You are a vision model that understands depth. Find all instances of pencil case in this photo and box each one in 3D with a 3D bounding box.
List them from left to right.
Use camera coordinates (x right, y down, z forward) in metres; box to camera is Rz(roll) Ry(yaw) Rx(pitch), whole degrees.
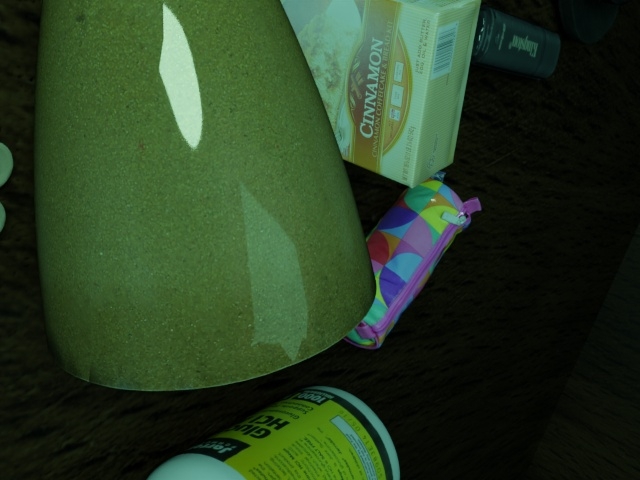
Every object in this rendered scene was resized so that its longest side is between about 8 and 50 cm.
[{"bbox_3d":[0.097,0.023,0.985,0.236,0.104,0.104,-51,148,-19],"label":"pencil case"}]

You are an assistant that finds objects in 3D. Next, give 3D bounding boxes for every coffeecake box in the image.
[{"bbox_3d":[0.025,-0.147,0.655,0.068,0.185,0.142,-32,137,-43],"label":"coffeecake box"}]

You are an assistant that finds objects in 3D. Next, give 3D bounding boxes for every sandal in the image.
[{"bbox_3d":[0.409,-0.431,1.110,0.167,0.107,0.446,-55,149,-14],"label":"sandal"}]

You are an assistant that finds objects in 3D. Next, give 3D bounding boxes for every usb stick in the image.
[{"bbox_3d":[0.261,-0.264,1.072,0.278,0.045,0.077,-8,120,-55],"label":"usb stick"}]

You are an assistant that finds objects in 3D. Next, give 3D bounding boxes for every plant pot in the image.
[{"bbox_3d":[-0.089,-0.071,0.528,0.237,0.237,0.254,-29,122,-44],"label":"plant pot"}]

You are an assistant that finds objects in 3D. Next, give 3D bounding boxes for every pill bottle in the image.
[{"bbox_3d":[-0.070,0.288,0.828,0.334,0.188,0.188,-16,125,-56],"label":"pill bottle"}]

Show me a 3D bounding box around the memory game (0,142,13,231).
[{"bbox_3d":[-0.267,-0.024,0.468,0.186,0.012,0.186,-37,141,-38],"label":"memory game"}]
